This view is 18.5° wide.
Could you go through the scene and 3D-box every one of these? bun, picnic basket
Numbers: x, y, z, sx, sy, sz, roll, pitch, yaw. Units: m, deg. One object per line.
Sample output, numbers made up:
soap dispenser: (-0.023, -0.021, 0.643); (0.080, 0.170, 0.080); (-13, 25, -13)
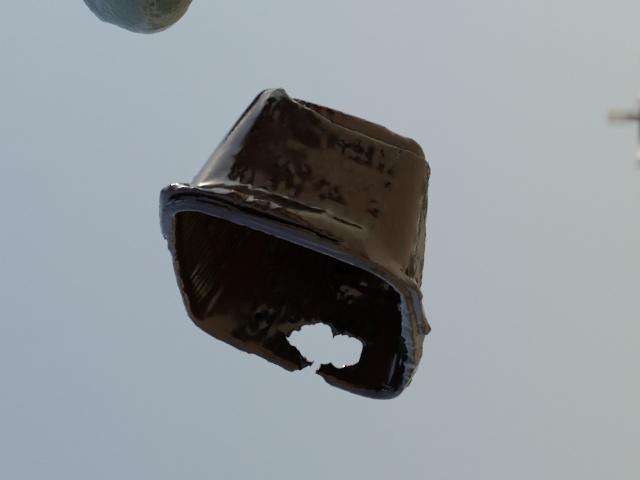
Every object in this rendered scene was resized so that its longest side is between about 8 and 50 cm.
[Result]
bun: (-0.157, -0.244, 1.643); (0.083, 0.141, 0.141); (9, -96, -41)
picnic basket: (0.000, 0.000, 1.543); (0.297, 0.222, 0.129); (87, -155, -67)
